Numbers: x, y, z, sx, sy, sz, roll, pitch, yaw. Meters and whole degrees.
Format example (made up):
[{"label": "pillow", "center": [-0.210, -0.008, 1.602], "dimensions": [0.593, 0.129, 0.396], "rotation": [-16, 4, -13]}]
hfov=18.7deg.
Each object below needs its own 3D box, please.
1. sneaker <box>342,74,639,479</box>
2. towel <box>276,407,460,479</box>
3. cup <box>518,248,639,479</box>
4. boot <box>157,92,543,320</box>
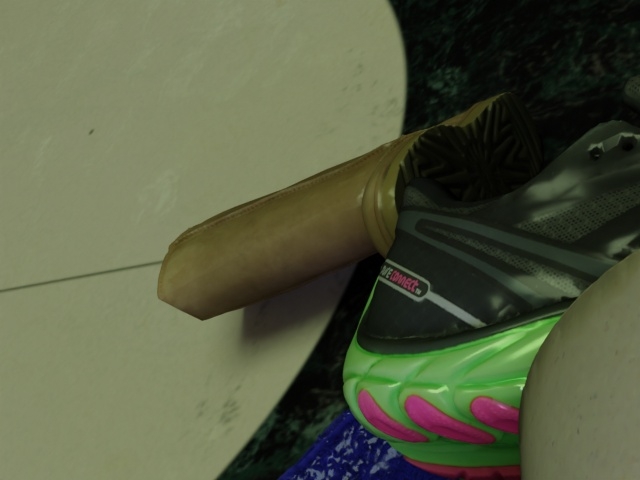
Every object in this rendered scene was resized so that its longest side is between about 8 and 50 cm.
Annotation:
[{"label": "sneaker", "center": [0.228, -0.004, 0.966], "dimensions": [0.483, 0.185, 0.202], "rotation": [-9, 63, 25]}, {"label": "towel", "center": [0.087, 0.130, 1.141], "dimensions": [0.308, 0.076, 0.228], "rotation": [-48, 33, -3]}, {"label": "cup", "center": [0.229, 0.169, 0.709], "dimensions": [0.331, 0.331, 0.237], "rotation": [-22, 39, 32]}, {"label": "boot", "center": [0.000, 0.000, 1.318], "dimensions": [0.269, 0.089, 0.236], "rotation": [-21, 5, 30]}]
